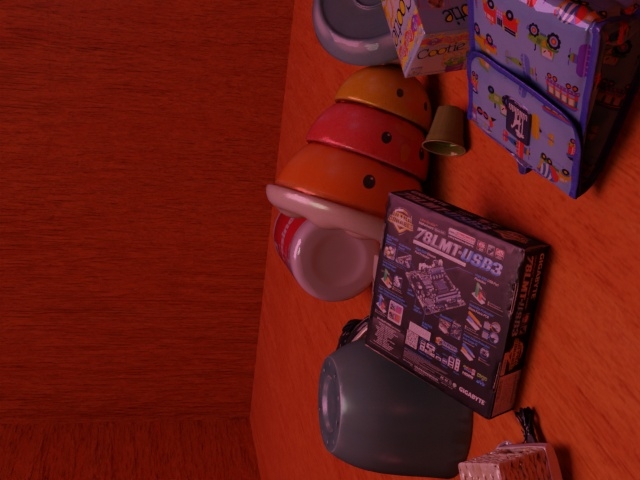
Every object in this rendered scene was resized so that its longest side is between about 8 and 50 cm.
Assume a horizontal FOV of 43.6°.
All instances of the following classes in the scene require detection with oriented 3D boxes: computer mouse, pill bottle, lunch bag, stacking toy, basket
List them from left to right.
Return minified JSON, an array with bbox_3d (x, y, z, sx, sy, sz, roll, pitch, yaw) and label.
[{"bbox_3d":[0.000,0.000,2.125,0.407,0.229,0.229,-135,48,-72],"label":"pill bottle"},{"bbox_3d":[0.113,-0.241,1.654,0.350,0.351,0.480,-156,83,-76],"label":"stacking toy"},{"bbox_3d":[0.296,0.350,1.250,0.193,0.042,0.106,114,150,-46],"label":"computer mouse"},{"bbox_3d":[0.272,0.377,1.122,0.113,0.103,0.167,-30,67,61],"label":"basket"},{"bbox_3d":[0.297,-0.213,1.054,0.221,0.138,0.293,45,149,37],"label":"lunch bag"}]

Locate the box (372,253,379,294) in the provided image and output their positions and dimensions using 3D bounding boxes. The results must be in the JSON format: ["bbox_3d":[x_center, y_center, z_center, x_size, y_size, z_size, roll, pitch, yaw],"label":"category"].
[{"bbox_3d":[0.191,0.099,1.568,0.275,0.113,0.094,-135,47,-74],"label":"box"}]

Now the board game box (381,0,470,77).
[{"bbox_3d":[0.194,-0.452,1.431,0.142,0.144,0.275,113,145,-68],"label":"board game box"}]

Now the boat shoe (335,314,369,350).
[{"bbox_3d":[0.094,0.246,1.924,0.340,0.127,0.113,95,158,-56],"label":"boat shoe"}]

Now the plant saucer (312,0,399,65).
[{"bbox_3d":[0.116,-0.504,1.610,0.044,0.318,0.317,33,-131,-58],"label":"plant saucer"}]

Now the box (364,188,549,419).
[{"bbox_3d":[0.211,0.096,1.317,0.295,0.073,0.293,27,116,44],"label":"box"}]

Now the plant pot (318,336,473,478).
[{"bbox_3d":[0.127,0.314,1.544,0.293,0.235,0.293,-178,90,-76],"label":"plant pot"}]

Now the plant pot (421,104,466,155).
[{"bbox_3d":[0.238,-0.209,1.498,0.083,0.083,0.079,155,128,-75],"label":"plant pot"}]
